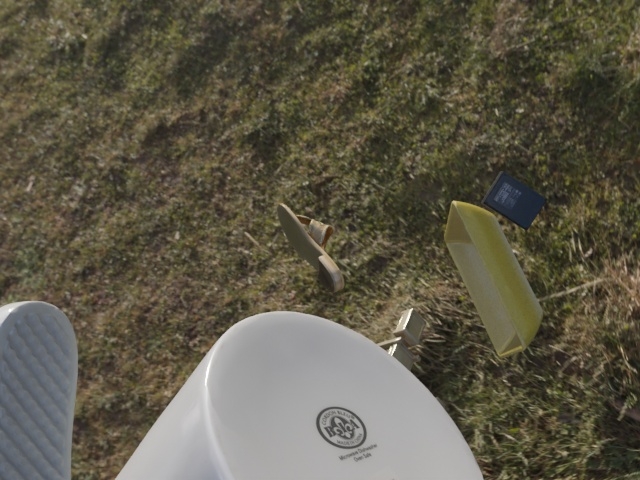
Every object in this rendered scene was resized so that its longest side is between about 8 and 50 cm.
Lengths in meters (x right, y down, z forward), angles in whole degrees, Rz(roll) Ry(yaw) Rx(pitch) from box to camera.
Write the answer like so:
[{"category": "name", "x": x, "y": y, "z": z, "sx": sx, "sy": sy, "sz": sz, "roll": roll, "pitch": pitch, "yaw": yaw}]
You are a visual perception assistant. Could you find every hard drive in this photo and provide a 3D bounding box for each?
[{"category": "hard drive", "x": 0.486, "y": -0.099, "z": 1.449, "sx": 0.135, "sy": 0.022, "sz": 0.094, "roll": 31, "pitch": 95, "yaw": -4}]

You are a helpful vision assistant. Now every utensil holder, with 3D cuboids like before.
[{"category": "utensil holder", "x": -0.068, "y": 0.309, "z": 0.590, "sx": 0.385, "sy": 0.328, "sz": 0.327, "roll": -55, "pitch": 53, "yaw": 24}]

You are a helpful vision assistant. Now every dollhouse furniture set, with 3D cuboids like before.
[{"category": "dollhouse furniture set", "x": 0.151, "y": 0.250, "z": 1.037, "sx": 0.101, "sy": 0.161, "sz": 0.182, "roll": -27, "pitch": 22, "yaw": 43}]

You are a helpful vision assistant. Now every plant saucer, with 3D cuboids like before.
[{"category": "plant saucer", "x": 0.389, "y": 0.087, "z": 1.300, "sx": 0.081, "sy": 0.333, "sz": 0.332, "roll": -23, "pitch": 73, "yaw": 2}]

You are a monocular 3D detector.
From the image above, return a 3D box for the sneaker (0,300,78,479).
[{"category": "sneaker", "x": -0.270, "y": 0.211, "z": 0.438, "sx": 0.128, "sy": 0.126, "sz": 0.320, "roll": -8, "pitch": 68, "yaw": 17}]

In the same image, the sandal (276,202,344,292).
[{"category": "sandal", "x": -0.001, "y": 0.004, "z": 1.194, "sx": 0.079, "sy": 0.088, "sz": 0.240, "roll": -21, "pitch": 54, "yaw": -23}]
